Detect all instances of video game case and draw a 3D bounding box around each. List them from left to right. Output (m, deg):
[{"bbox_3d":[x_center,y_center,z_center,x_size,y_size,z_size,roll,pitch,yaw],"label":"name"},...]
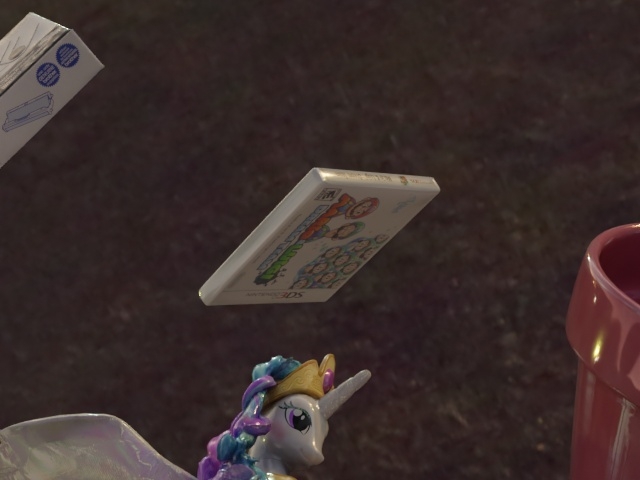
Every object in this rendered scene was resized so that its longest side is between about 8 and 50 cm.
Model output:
[{"bbox_3d":[0.000,0.000,1.023,0.157,0.143,0.019,-45,60,32],"label":"video game case"}]

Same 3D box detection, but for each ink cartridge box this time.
[{"bbox_3d":[-0.274,-0.089,1.024,0.207,0.046,0.097,-47,35,-11],"label":"ink cartridge box"}]

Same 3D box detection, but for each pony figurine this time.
[{"bbox_3d":[-0.106,0.282,1.134,0.351,0.303,0.363,-24,38,19],"label":"pony figurine"}]

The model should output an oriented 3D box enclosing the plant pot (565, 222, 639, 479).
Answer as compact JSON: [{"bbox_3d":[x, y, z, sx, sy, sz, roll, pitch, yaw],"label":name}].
[{"bbox_3d":[0.232,0.110,0.767,0.201,0.180,0.201,11,23,-5],"label":"plant pot"}]
